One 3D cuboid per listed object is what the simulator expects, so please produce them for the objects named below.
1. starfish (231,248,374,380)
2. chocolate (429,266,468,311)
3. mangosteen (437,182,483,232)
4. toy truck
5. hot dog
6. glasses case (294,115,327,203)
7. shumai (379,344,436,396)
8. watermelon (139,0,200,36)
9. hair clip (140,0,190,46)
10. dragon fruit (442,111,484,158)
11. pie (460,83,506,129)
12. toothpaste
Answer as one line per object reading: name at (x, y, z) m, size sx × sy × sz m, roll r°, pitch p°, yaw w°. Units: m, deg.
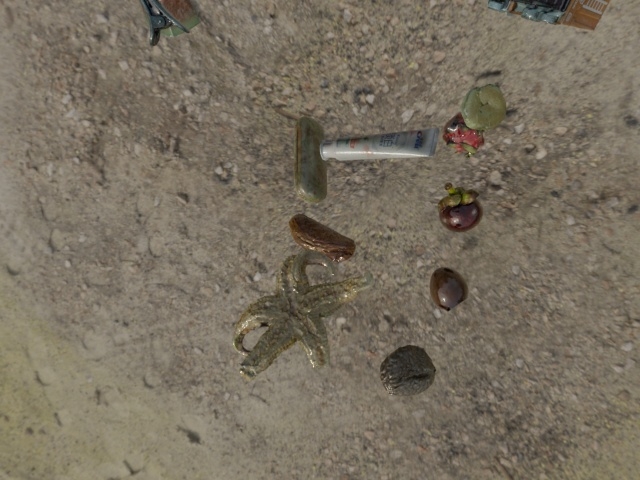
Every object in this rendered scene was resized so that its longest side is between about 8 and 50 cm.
starfish at (-0.027, 0.092, 0.533) m, size 0.209 × 0.053 × 0.150 m, roll -26°, pitch 78°, yaw 8°
chocolate at (0.410, 0.154, 1.374) m, size 0.124 × 0.127 × 0.133 m, roll -39°, pitch 69°, yaw 1°
mangosteen at (0.481, -0.121, 1.471) m, size 0.155 × 0.146 × 0.181 m, roll -24°, pitch 91°, yaw 19°
toy truck at (0.595, -0.646, 1.111) m, size 0.162 × 0.305 × 0.136 m, roll 2°, pitch 124°, yaw -23°
hot dog at (0.002, -0.002, 1.300) m, size 0.226 × 0.160 × 0.099 m, roll 25°, pitch 91°, yaw 30°
glasses case at (-0.045, -0.366, 1.892) m, size 0.098 × 0.156 × 0.426 m, roll -24°, pitch 58°, yaw 41°
shumai at (0.297, 0.475, 1.528) m, size 0.205 × 0.175 × 0.166 m, roll -9°, pitch 70°, yaw -14°
watermelon at (-0.471, -0.753, 1.215) m, size 0.193 × 0.257 × 0.140 m, roll 38°, pitch 66°, yaw 26°
hair clip at (-0.283, -0.429, 0.651) m, size 0.070 × 0.039 × 0.230 m, roll -18°, pitch 113°, yaw 6°
dragon fruit at (0.590, -0.426, 1.733) m, size 0.172 × 0.160 × 0.166 m, roll 39°, pitch 88°, yaw -8°
pie at (0.289, -0.234, 0.747) m, size 0.084 × 0.020 × 0.085 m, roll -1°, pitch 99°, yaw -8°
toothpaste at (0.153, -0.254, 1.143) m, size 0.323 × 0.066 × 0.100 m, roll 2°, pitch 58°, yaw 28°
